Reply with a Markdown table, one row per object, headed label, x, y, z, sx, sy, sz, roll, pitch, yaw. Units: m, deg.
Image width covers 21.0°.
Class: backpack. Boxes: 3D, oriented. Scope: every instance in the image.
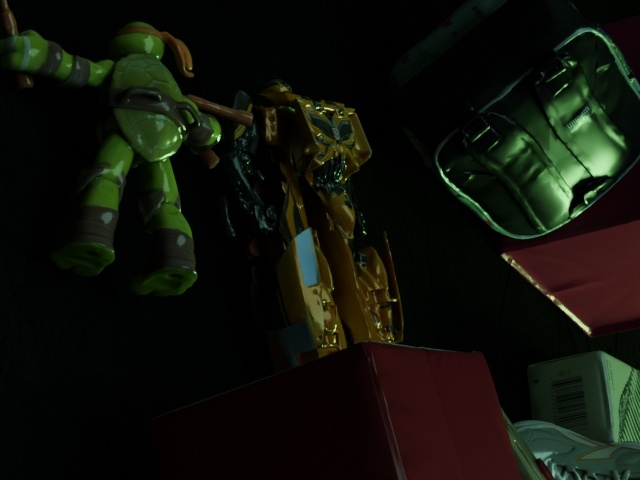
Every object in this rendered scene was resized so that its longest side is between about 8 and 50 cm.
| label | x | y | z | sx | sy | sz | roll | pitch | yaw |
| --- | --- | --- | --- | --- | --- | --- | --- | --- | --- |
| backpack | 0.208 | -0.130 | 1.758 | 0.253 | 0.225 | 0.191 | 41 | 12 | -45 |

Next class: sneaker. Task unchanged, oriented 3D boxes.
| label | x | y | z | sx | sy | sz | roll | pitch | yaw |
| --- | --- | --- | --- | --- | --- | --- | --- | --- | --- |
| sneaker | 0.277 | 0.239 | 1.722 | 0.262 | 0.121 | 0.099 | 6 | 92 | -31 |

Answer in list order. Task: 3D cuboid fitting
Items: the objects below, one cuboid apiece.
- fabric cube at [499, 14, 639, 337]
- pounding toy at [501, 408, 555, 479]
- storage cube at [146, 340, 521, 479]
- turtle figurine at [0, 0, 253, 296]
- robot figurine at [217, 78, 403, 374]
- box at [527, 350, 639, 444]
| label | x | y | z | sx | sy | sz | roll | pitch | yaw |
| --- | --- | --- | --- | --- | --- | --- | --- | --- | --- |
| fabric cube | 0.365 | -0.073 | 1.987 | 0.259 | 0.254 | 0.258 | 39 | 45 | -48 |
| pounding toy | 0.137 | 0.245 | 1.597 | 0.269 | 0.155 | 0.154 | 49 | 9 | -37 |
| storage cube | 0.024 | 0.189 | 1.190 | 0.183 | 0.215 | 0.193 | 10 | 61 | -59 |
| turtle figurine | -0.126 | -0.074 | 1.264 | 0.269 | 0.087 | 0.217 | 28 | 53 | -48 |
| robot figurine | 0.000 | 0.000 | 1.466 | 0.211 | 0.085 | 0.291 | 1 | 75 | -62 |
| box | 0.336 | 0.210 | 1.955 | 0.275 | 0.094 | 0.113 | 24 | 56 | -55 |
